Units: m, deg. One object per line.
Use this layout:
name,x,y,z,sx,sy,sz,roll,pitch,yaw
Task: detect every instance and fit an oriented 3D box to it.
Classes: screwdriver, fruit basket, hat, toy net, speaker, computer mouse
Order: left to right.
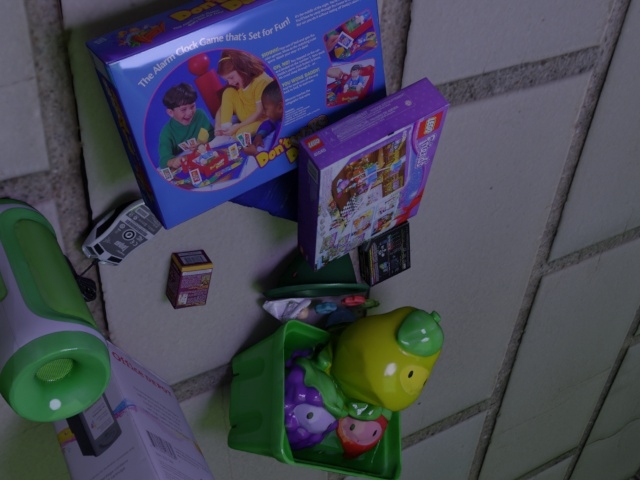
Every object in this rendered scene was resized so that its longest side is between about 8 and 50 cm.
speaker,-0.349,0.073,0.924,0.131,0.296,0.131,-20,135,-22
computer mouse,-0.298,0.002,1.098,0.193,0.042,0.106,-39,134,6
hat,0.000,0.000,1.326,0.208,0.184,0.173,-3,172,-4
toy net,0.001,0.133,1.391,0.232,0.045,0.122,10,153,-44
fruit basket,0.065,0.275,1.389,0.392,0.283,0.392,1,157,0
screwdriver,0.101,-0.059,1.332,0.024,0.025,0.170,18,104,1

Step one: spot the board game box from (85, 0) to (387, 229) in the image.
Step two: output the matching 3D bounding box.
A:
board game box,-0.083,-0.192,0.966,0.347,0.078,0.233,-27,132,-19

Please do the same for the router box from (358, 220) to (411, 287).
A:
router box,0.118,0.018,1.424,0.092,0.038,0.122,-25,136,-18

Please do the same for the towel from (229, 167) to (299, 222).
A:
towel,-0.065,-0.152,1.122,0.308,0.076,0.228,16,107,-43

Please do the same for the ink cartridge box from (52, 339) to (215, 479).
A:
ink cartridge box,-0.282,0.330,1.189,0.131,0.306,0.226,-38,138,-2

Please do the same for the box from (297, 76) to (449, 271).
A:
box,0.064,-0.083,1.104,0.201,0.057,0.293,-28,157,-16

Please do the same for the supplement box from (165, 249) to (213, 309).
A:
supplement box,-0.206,0.061,1.214,0.055,0.043,0.083,-6,127,-34
